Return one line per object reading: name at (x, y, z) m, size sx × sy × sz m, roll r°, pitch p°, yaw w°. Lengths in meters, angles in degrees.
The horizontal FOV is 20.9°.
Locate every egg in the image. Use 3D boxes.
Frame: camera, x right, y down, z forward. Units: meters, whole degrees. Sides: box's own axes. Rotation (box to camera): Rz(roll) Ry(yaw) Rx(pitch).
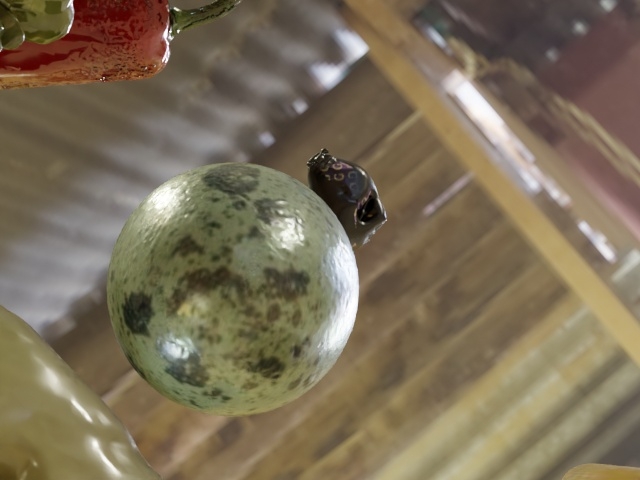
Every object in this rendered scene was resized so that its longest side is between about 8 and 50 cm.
egg at (-0.046, 0.027, 0.901) m, size 0.132 × 0.132 × 0.172 m, roll -41°, pitch 6°, yaw 5°

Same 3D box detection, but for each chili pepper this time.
chili pepper at (-0.248, -0.184, 1.536) m, size 0.387 × 0.110 × 0.110 m, roll -8°, pitch -32°, yaw -8°

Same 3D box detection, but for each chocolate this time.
chocolate at (0.003, 0.002, 1.313) m, size 0.147 × 0.072 × 0.070 m, roll -63°, pitch 18°, yaw -18°

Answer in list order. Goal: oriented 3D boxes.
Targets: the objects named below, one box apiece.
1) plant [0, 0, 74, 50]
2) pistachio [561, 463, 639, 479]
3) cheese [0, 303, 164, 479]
plant at (-0.269, -0.201, 0.934) m, size 0.297 × 0.305 × 0.261 m, roll -143°, pitch 75°, yaw -76°
pistachio at (0.146, 0.228, 0.839) m, size 0.230 × 0.230 × 0.309 m, roll -48°, pitch -19°, yaw 21°
cheese at (-0.237, 0.167, 0.941) m, size 0.351 × 0.328 × 0.130 m, roll -43°, pitch -15°, yaw -52°
